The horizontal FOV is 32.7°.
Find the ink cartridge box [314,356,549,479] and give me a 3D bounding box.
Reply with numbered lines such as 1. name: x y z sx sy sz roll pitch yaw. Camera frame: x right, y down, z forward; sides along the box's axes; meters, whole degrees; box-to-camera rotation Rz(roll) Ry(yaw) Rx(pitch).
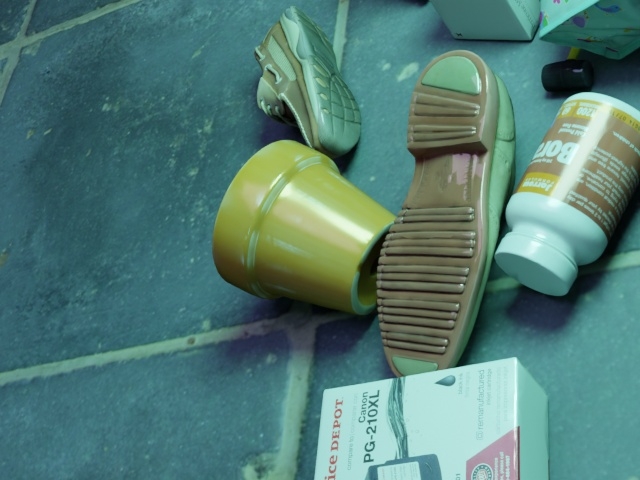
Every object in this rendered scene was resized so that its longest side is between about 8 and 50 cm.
1. ink cartridge box: 0.116 0.238 1.165 0.237 0.100 0.171 -14 51 28

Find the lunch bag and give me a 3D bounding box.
1. lunch bag: 0.385 -0.370 1.294 0.262 0.160 0.223 149 126 -60

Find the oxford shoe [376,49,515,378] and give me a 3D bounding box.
1. oxford shoe: 0.173 -0.017 1.300 0.141 0.147 0.396 8 84 39

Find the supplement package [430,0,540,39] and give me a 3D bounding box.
1. supplement package: 0.259 -0.416 1.525 0.134 0.139 0.244 10 66 41

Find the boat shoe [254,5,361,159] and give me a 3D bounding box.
1. boat shoe: -0.028 -0.216 1.610 0.116 0.123 0.324 -36 37 18

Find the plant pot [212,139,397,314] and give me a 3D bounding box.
1. plant pot: 0.000 0.000 1.376 0.188 0.205 0.205 26 75 29

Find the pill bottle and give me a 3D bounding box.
1. pill bottle: 0.287 -0.051 1.242 0.121 0.121 0.216 16 69 42

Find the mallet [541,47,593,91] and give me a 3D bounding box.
1. mallet: 0.350 -0.271 1.428 0.062 0.039 0.189 8 60 41
